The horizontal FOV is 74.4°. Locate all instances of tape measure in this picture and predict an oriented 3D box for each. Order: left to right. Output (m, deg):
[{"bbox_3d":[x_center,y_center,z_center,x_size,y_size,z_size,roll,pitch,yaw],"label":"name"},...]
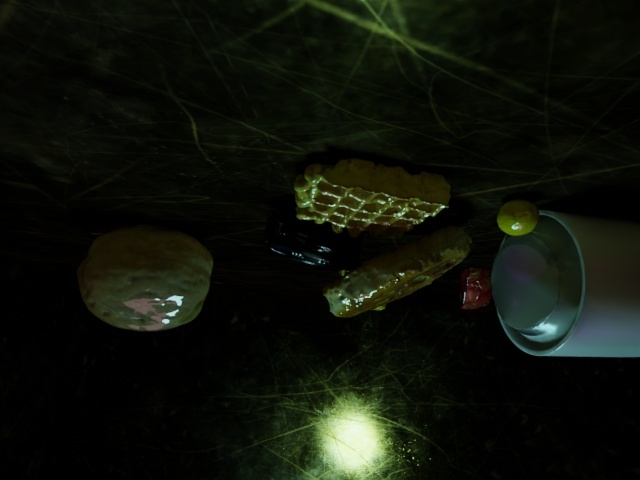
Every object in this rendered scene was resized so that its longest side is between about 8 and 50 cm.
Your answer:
[{"bbox_3d":[0.000,0.000,0.888,0.186,0.112,0.199,14,176,25],"label":"tape measure"}]

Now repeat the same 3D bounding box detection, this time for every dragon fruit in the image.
[{"bbox_3d":[0.511,0.150,1.346,0.127,0.120,0.161,-3,161,10],"label":"dragon fruit"}]

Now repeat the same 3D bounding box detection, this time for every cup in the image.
[{"bbox_3d":[0.529,0.082,0.761,0.372,0.253,0.253,3,167,-7],"label":"cup"}]

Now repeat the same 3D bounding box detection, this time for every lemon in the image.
[{"bbox_3d":[0.333,-0.038,0.715,0.062,0.062,0.083,6,167,-4],"label":"lemon"}]

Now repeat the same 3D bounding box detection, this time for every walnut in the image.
[{"bbox_3d":[-0.477,0.100,1.158,0.344,0.305,0.306,6,167,-18],"label":"walnut"}]

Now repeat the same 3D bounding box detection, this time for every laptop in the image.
[{"bbox_3d":[0.170,-0.040,0.860,0.207,0.026,0.154,1,165,13],"label":"laptop"}]

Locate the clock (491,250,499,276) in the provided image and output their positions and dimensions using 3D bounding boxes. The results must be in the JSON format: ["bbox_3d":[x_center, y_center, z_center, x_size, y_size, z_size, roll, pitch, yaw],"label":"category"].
[{"bbox_3d":[0.596,0.066,1.063,0.313,0.061,0.312,5,167,1],"label":"clock"}]

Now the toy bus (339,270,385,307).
[{"bbox_3d":[0.167,0.199,1.638,0.152,0.144,0.330,1,168,18],"label":"toy bus"}]

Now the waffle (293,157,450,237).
[{"bbox_3d":[0.062,-0.060,0.707,0.229,0.057,0.219,9,161,-12],"label":"waffle"}]

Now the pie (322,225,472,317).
[{"bbox_3d":[0.158,0.062,0.838,0.315,0.092,0.315,-24,167,-6],"label":"pie"}]
